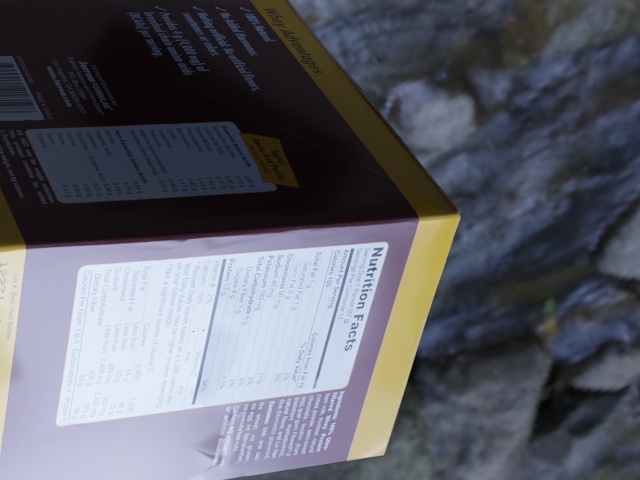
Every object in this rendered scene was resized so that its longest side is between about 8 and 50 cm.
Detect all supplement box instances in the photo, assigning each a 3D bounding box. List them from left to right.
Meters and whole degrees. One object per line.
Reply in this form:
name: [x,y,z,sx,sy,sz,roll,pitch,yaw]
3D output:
supplement box: [-0.080,-0.007,0.643,0.194,0.191,0.129,-4,127,-27]
